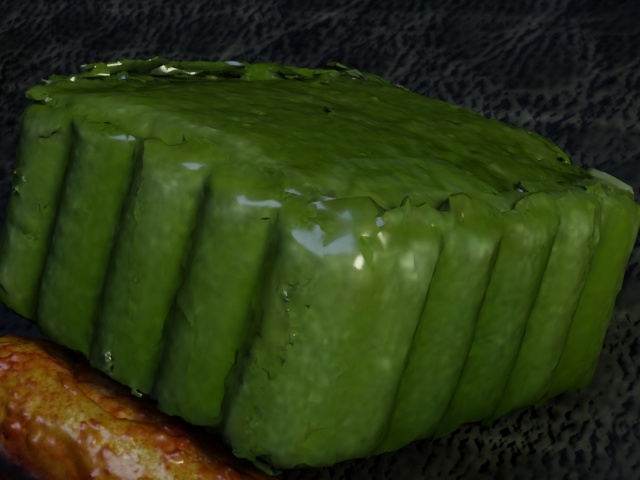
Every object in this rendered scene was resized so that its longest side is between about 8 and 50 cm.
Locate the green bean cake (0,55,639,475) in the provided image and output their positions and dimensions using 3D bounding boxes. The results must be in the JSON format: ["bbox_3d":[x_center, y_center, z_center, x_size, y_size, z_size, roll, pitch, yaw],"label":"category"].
[{"bbox_3d":[0.000,0.000,0.643,0.200,0.113,0.214,24,21,34],"label":"green bean cake"}]

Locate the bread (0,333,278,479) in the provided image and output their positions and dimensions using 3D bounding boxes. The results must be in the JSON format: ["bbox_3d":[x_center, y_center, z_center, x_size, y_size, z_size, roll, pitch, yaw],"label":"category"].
[{"bbox_3d":[-0.051,0.118,0.610,0.269,0.139,0.095,19,49,26],"label":"bread"}]
